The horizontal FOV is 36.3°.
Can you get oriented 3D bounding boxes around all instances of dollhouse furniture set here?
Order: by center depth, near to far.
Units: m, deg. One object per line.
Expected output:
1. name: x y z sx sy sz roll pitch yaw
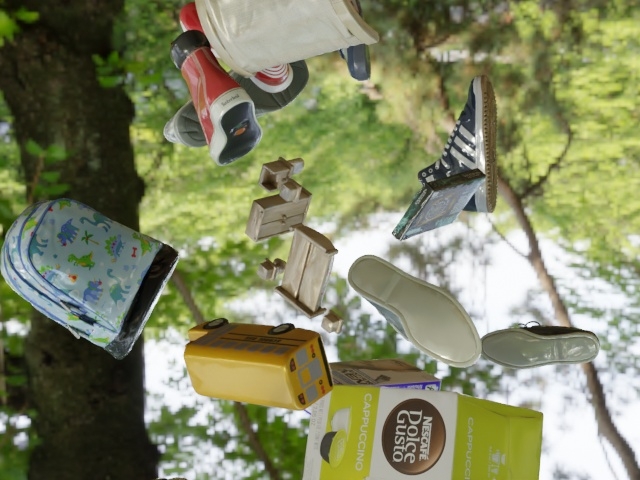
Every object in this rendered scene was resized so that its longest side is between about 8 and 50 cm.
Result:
1. dollhouse furniture set: 0.000 0.000 2.429 0.173 0.303 0.355 -18 -136 -43

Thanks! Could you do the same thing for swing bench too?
1. swing bench: -0.031 -0.390 1.376 0.253 0.255 0.165 -7 144 41

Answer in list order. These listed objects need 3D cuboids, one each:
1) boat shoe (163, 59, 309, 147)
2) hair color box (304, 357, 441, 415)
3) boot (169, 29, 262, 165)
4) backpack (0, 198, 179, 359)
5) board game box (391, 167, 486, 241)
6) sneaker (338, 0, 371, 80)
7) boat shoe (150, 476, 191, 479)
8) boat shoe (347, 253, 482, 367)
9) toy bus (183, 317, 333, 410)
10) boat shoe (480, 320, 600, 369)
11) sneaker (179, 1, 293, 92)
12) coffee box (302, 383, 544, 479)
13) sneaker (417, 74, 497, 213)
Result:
1. boat shoe: -0.165 -0.283 1.935 0.320 0.118 0.103 -37 -159 -22
2. hair color box: 0.114 0.377 2.459 0.338 0.110 0.185 3 -169 -35
3. boot: -0.175 -0.231 1.556 0.088 0.176 0.244 -31 165 -13
4. backpack: -0.524 0.056 2.156 0.355 0.290 0.273 28 160 -4
5. board game box: 0.218 -0.067 1.791 0.026 0.126 0.186 47 -145 21
6. sneaker: 0.023 -0.447 1.996 0.131 0.319 0.112 -13 150 3
7. boat shoe: -0.233 0.402 1.371 0.103 0.113 0.302 -11 -173 13
8. boat shoe: 0.188 0.137 1.847 0.319 0.116 0.099 36 176 33
9. toy bus: -0.127 0.217 1.731 0.332 0.108 0.130 -1 -159 43
10. boat shoe: 0.475 0.223 2.126 0.254 0.095 0.079 -7 -174 13
11. sneaker: -0.137 -0.336 1.559 0.221 0.087 0.128 32 167 9
12. coffee box: 0.197 0.467 1.875 0.334 0.338 0.338 -3 164 39
13. sneaker: 0.281 -0.196 2.009 0.153 0.282 0.099 3 -168 26
